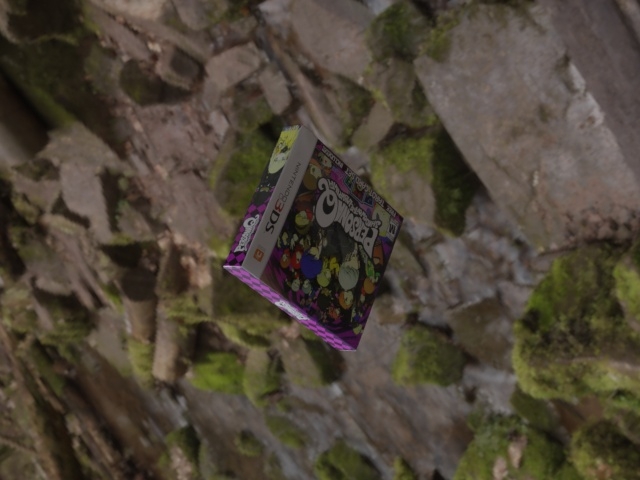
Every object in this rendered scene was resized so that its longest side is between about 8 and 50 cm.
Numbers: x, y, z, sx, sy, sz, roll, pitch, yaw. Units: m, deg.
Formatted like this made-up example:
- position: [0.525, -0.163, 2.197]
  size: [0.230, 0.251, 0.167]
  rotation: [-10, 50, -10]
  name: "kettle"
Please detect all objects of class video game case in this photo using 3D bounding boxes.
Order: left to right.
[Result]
- position: [0.000, 0.000, 1.191]
  size: [0.042, 0.210, 0.232]
  rotation: [-2, 148, 45]
  name: "video game case"
